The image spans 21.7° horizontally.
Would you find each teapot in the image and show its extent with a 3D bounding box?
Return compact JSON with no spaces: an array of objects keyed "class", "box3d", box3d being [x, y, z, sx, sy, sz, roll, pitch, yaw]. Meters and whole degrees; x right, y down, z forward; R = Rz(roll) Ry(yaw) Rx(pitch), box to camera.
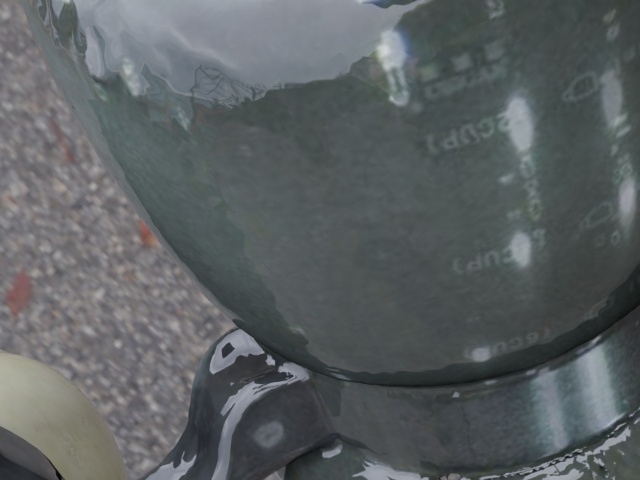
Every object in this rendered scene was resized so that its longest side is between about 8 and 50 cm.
[{"class":"teapot","box3d":[0.020,0.002,0.553,0.223,0.285,0.305,15,47,41]}]

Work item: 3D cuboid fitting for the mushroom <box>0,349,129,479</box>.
[{"class":"mushroom","box3d":[-0.192,0.140,0.668,0.246,0.246,0.202,-9,103,13]}]
